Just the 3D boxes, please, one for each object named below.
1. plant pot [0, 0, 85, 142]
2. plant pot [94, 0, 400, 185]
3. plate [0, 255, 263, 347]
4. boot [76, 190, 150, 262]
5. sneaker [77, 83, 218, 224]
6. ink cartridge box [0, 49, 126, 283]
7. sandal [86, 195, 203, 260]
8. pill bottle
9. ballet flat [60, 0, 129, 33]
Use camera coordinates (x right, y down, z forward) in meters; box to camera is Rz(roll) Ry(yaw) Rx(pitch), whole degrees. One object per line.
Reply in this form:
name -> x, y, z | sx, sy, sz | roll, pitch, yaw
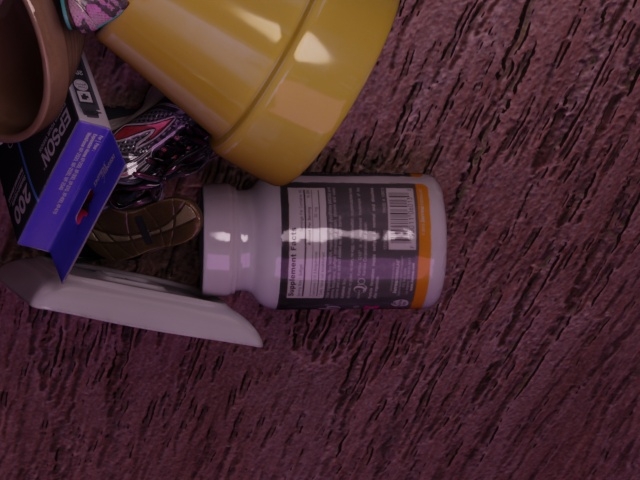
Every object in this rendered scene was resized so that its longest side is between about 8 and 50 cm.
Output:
plant pot -> -0.312, -0.225, 1.839 | 0.110, 0.237, 0.237 | -30, 156, -39
plant pot -> -0.083, -0.218, 1.833 | 0.239, 0.254, 0.254 | 29, 130, -13
plate -> -0.229, 0.065, 2.165 | 0.278, 0.277, 0.045 | 12, 91, -20
boot -> -0.256, -0.021, 2.170 | 0.121, 0.045, 0.099 | 1, 138, -13
sneaker -> -0.174, -0.102, 2.036 | 0.299, 0.112, 0.121 | -24, 136, 19
ink cartridge box -> -0.285, -0.094, 1.956 | 0.045, 0.208, 0.206 | -1, 141, -32
sandal -> -0.203, -0.021, 2.102 | 0.180, 0.049, 0.072 | -8, 108, 32
pill bottle -> 0.000, 0.000, 2.135 | 0.279, 0.162, 0.162 | 0, 139, -6
ballet flat -> -0.236, -0.304, 1.743 | 0.079, 0.221, 0.077 | -21, 168, -2
